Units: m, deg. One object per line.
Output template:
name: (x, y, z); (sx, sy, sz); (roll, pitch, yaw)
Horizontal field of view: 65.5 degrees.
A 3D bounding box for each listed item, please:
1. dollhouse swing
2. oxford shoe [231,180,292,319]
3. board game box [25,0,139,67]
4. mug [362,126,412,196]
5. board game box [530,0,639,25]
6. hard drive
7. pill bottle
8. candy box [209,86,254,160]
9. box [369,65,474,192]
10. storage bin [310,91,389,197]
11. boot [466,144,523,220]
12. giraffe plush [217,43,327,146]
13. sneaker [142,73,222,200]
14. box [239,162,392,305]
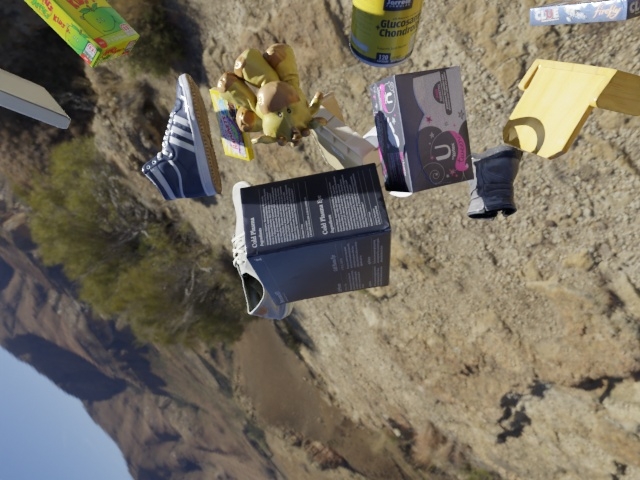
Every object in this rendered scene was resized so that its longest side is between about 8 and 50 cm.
dollhouse swing: (0.858, -0.428, 1.684); (0.347, 0.315, 0.305); (-130, 49, -59)
oxford shoe: (-0.204, 0.026, 1.503); (0.169, 0.130, 0.449); (-36, 67, 55)
board game box: (-0.384, -0.362, 0.768); (0.181, 0.092, 0.043); (46, 129, -12)
mug: (0.364, -0.377, 1.809); (0.276, 0.328, 0.374); (49, 158, -5)
board game box: (0.632, -0.530, 1.130); (0.243, 0.165, 0.042); (33, 141, 56)
hard drive: (-0.838, -0.409, 1.380); (0.203, 0.040, 0.307); (19, -166, -47)
pill bottle: (0.099, -0.354, 0.719); (0.103, 0.103, 0.184); (43, 156, 22)
candy box: (-0.254, -0.334, 1.438); (0.105, 0.027, 0.206); (21, 135, 33)
box: (0.225, -0.241, 1.100); (0.142, 0.163, 0.247); (-152, 51, -71)
storage bin: (0.104, -0.269, 1.463); (0.262, 0.123, 0.260); (45, 175, 29)
boot: (0.510, -0.176, 1.650); (0.118, 0.222, 0.338); (15, 172, -21)
giraffe plush: (-0.079, -0.244, 0.925); (0.210, 0.181, 0.170); (41, -163, -28)
sneaker: (-0.327, -0.227, 1.124); (0.099, 0.153, 0.282); (16, -119, -85)
box: (0.000, 0.000, 1.208); (0.343, 0.313, 0.179); (77, -178, -64)
